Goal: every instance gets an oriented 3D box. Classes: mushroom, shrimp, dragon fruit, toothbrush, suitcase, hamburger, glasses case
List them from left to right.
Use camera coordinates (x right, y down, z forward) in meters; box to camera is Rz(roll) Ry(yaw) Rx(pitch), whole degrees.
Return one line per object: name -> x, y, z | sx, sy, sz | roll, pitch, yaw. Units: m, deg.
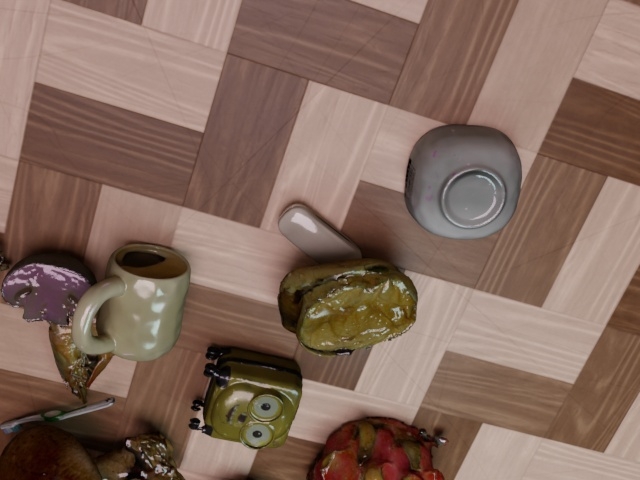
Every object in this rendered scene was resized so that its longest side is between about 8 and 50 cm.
mushroom -> -0.548, 0.088, 1.651 | 0.188, 0.117, 0.141 | 14, 125, -8
toothbrush -> -0.597, 0.394, 1.810 | 0.304, 0.030, 0.030 | -17, 115, 16
mushroom -> -0.558, 0.541, 1.820 | 0.334, 0.356, 0.331 | -1, 134, 42
shrimp -> -0.520, 0.250, 1.761 | 0.145, 0.061, 0.267 | 1, 113, -13
suitcase -> -0.160, 0.357, 1.785 | 0.235, 0.143, 0.193 | 14, 113, -10
glasses case -> 0.000, 0.000, 1.682 | 0.204, 0.051, 0.081 | 39, 113, -21
hamburger -> 0.054, 0.129, 1.676 | 0.285, 0.134, 0.265 | -9, 136, -6
dragon fruit -> 0.140, 0.580, 1.842 | 0.296, 0.263, 0.314 | 33, 109, -16

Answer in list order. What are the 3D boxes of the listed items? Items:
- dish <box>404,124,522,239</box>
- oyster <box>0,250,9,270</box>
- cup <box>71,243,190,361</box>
dish -> 0.296, -0.106, 1.621 | 0.256, 0.117, 0.256 | -2, 114, -4
oyster -> -0.770, 0.007, 1.618 | 0.198, 0.092, 0.259 | -25, 117, 11
cup -> -0.372, 0.145, 1.613 | 0.173, 0.255, 0.202 | 17, 112, 3
